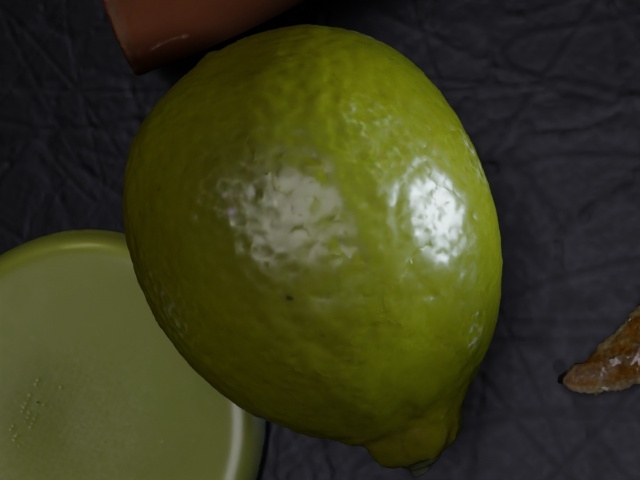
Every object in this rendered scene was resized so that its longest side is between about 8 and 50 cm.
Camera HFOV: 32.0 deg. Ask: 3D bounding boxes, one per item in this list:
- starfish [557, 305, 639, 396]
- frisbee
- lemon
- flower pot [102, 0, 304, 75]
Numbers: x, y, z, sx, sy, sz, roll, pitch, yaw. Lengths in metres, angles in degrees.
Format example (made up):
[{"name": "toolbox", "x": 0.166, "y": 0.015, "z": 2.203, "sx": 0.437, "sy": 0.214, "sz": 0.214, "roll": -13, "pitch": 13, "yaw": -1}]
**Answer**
[{"name": "starfish", "x": 0.250, "y": 0.000, "z": 0.563, "sx": 0.299, "sy": 0.060, "sz": 0.302, "roll": 35, "pitch": 92, "yaw": 13}, {"name": "frisbee", "x": -0.146, "y": 0.109, "z": 0.661, "sx": 0.236, "sy": 0.017, "sz": 0.235, "roll": -2, "pitch": 82, "yaw": 13}, {"name": "lemon", "x": 0.000, "y": 0.000, "z": 0.560, "sx": 0.184, "sy": 0.184, "sz": 0.248, "roll": -32, "pitch": 76, "yaw": 7}, {"name": "flower pot", "x": -0.049, "y": -0.199, "z": 0.609, "sx": 0.173, "sy": 0.190, "sz": 0.190, "roll": -16, "pitch": 79, "yaw": -1}]
